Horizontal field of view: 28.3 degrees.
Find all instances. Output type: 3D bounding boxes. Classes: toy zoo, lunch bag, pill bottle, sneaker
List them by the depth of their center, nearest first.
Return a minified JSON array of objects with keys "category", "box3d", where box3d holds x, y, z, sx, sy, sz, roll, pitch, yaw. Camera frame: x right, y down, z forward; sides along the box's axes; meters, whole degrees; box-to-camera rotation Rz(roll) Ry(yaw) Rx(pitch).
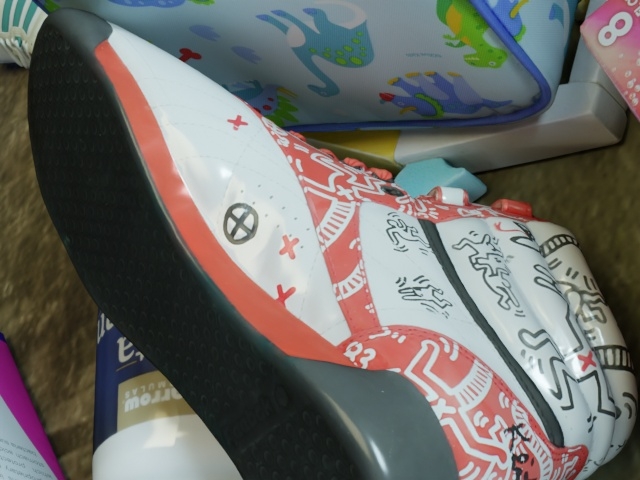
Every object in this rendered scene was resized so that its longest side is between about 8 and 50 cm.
[{"category":"sneaker","box3d":[0.000,0.001,0.489,0.270,0.145,0.090,49,135,33]},{"category":"lunch bag","box3d":[-0.013,-0.113,0.513,0.219,0.176,0.090,2,62,39]},{"category":"pill bottle","box3d":[-0.049,0.069,0.539,0.094,0.094,0.169,-25,52,28]},{"category":"toy zoo","box3d":[0.073,-0.139,0.600,0.192,0.030,0.293,3,68,42]},{"category":"sneaker","box3d":[-0.174,-0.128,0.788,0.161,0.057,0.075,-10,54,34]}]

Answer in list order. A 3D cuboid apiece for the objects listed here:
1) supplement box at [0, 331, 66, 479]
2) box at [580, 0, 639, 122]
[{"category":"supplement box","box3d":[-0.200,0.132,0.622,0.114,0.111,0.220,-48,44,8]},{"category":"box","box3d":[0.194,0.010,0.339,0.122,0.128,0.257,-38,47,18]}]
